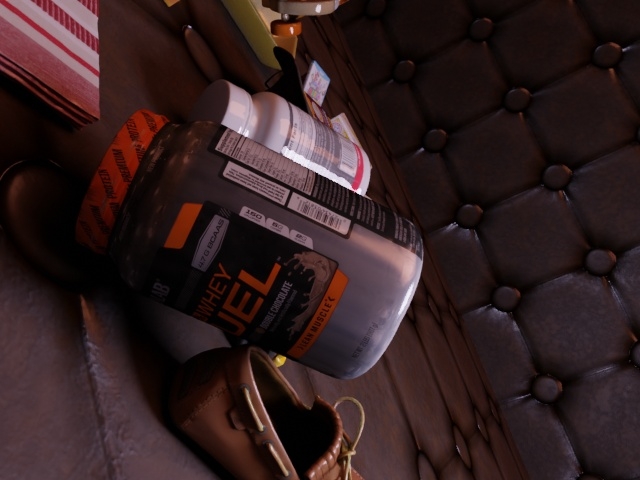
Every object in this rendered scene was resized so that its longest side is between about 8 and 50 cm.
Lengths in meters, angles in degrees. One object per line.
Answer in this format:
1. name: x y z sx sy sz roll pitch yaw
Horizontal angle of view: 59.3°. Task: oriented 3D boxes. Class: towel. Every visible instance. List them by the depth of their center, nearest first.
1. towel: -0.370 -0.310 0.676 0.237 0.037 0.329 39 29 -51

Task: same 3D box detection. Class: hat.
1. hat: -0.087 -0.285 1.300 0.331 0.134 0.331 156 -90 -88

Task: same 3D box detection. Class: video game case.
1. video game case: -0.024 -0.454 1.748 0.119 0.015 0.166 31 76 -61

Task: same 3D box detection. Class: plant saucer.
1. plant saucer: -0.189 -0.656 1.598 0.333 0.081 0.333 55 19 -30

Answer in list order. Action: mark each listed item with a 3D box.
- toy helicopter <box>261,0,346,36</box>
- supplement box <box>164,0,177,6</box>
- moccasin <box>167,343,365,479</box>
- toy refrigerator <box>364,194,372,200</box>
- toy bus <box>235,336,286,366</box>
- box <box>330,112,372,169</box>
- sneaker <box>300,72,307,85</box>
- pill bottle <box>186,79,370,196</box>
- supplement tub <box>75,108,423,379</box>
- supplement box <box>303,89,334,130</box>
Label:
1. toy helicopter: -0.054 -0.679 1.563 0.355 0.235 0.140 -120 -157 -54
2. supplement box: -0.331 -0.579 1.081 0.233 0.078 0.080 51 22 -37
3. moccasin: -0.022 0.261 0.718 0.380 0.147 0.139 56 19 -26
4. toy refrigerator: 0.072 -0.084 1.565 0.269 0.094 0.102 21 54 -65
5. toy bus: -0.047 0.052 0.830 0.220 0.211 0.149 60 16 -20
6. box: 0.066 -0.288 1.783 0.203 0.114 0.103 61 17 -9
7. sneaker: -0.058 -0.493 1.757 0.063 0.075 0.170 62 17 2
8. pill bottle: -0.074 -0.157 1.016 0.318 0.176 0.176 24 41 -39
9. supplement tub: -0.075 0.002 0.634 0.338 0.207 0.207 25 28 -10
10. supplement box: -0.030 -0.342 1.630 0.188 0.081 0.104 22 46 -66
